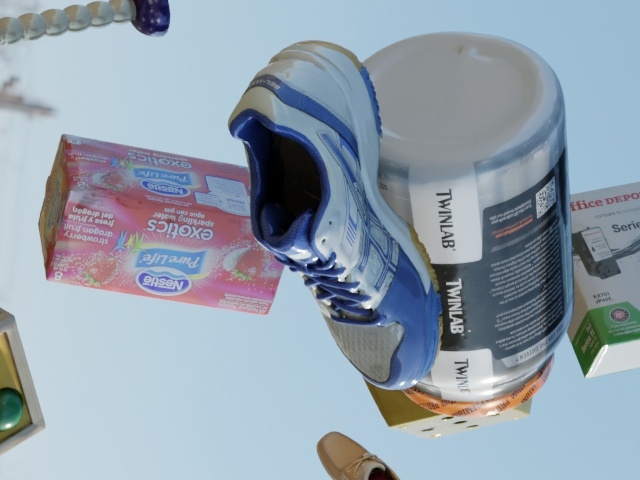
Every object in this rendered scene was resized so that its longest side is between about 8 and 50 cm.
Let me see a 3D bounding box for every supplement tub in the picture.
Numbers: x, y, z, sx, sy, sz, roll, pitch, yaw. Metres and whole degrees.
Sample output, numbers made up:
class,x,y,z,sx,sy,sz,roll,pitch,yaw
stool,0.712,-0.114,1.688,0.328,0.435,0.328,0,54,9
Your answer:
class,x,y,z,sx,sy,sz,roll,pitch,yaw
supplement tub,0.121,-0.006,1.661,0.193,0.194,0.316,-101,-179,-49

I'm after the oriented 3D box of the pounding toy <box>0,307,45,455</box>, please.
class,x,y,z,sx,sy,sz,roll,pitch,yaw
pounding toy,-0.360,0.129,1.668,0.094,0.206,0.181,24,-45,44

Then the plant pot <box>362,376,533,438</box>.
class,x,y,z,sx,sy,sz,roll,pitch,yaw
plant pot,0.158,0.138,2.389,0.212,0.212,0.187,26,53,-63

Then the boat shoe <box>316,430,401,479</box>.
class,x,y,z,sx,sy,sz,roll,pitch,yaw
boat shoe,0.063,0.290,2.351,0.170,0.063,0.059,43,-26,20

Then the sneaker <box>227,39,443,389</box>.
class,x,y,z,sx,sy,sz,roll,pitch,yaw
sneaker,0.000,0.000,1.487,0.112,0.131,0.296,-7,-67,36

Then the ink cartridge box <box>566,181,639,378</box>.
class,x,y,z,sx,sy,sz,roll,pitch,yaw
ink cartridge box,0.352,0.043,2.256,0.087,0.153,0.208,103,-29,-56

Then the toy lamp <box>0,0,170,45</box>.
class,x,y,z,sx,sy,sz,roll,pitch,yaw
toy lamp,-0.293,-0.224,1.981,0.080,0.275,0.080,36,-46,49

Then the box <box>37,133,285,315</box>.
class,x,y,z,sx,sy,sz,roll,pitch,yaw
box,-0.169,-0.016,2.089,0.128,0.257,0.122,-111,-145,-57
